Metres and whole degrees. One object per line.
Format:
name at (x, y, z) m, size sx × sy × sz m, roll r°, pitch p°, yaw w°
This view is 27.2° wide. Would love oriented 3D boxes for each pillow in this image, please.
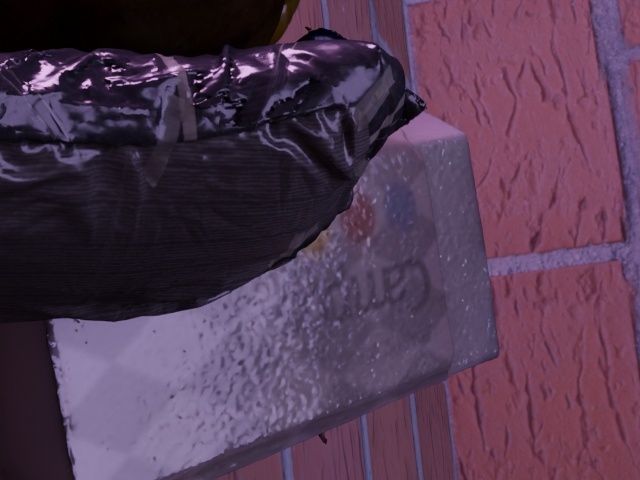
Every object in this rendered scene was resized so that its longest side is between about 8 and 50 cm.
pillow at (-0.105, -0.032, 0.615) m, size 0.092 × 0.335 × 0.161 m, roll 61°, pitch -39°, yaw 32°

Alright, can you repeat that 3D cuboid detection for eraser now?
eraser at (-0.039, 0.021, 0.843) m, size 0.397 × 0.082 × 0.213 m, roll -13°, pitch 96°, yaw -47°

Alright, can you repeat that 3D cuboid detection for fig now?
fig at (-0.077, -0.189, 0.771) m, size 0.321 × 0.217 × 0.217 m, roll -37°, pitch 123°, yaw -42°

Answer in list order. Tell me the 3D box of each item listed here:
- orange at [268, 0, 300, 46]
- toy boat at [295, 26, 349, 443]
orange at (-0.090, -0.279, 0.946) m, size 0.271 × 0.210 × 0.368 m, roll -84°, pitch 164°, yaw -54°
toy boat at (-0.007, -0.026, 1.004) m, size 0.219 × 0.072 × 0.318 m, roll 66°, pitch 30°, yaw -41°
